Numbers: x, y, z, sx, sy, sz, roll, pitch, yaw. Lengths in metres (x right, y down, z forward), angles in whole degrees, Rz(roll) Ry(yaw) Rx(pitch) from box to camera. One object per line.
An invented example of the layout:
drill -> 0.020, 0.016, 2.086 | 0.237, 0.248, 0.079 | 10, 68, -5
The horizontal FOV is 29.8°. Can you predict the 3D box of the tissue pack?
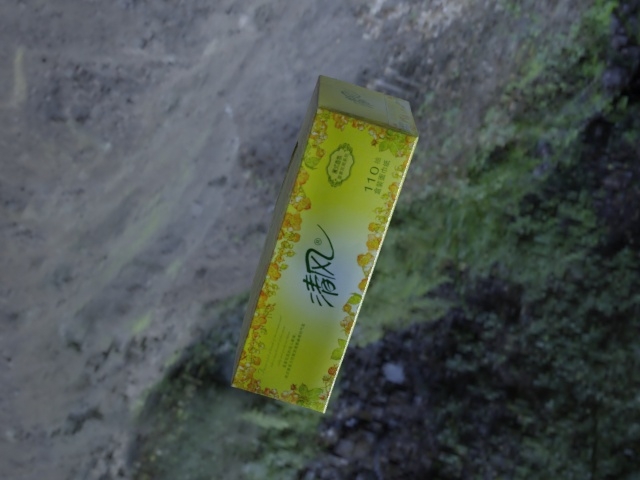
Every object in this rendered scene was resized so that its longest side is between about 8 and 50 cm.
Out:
tissue pack -> 0.000, 0.000, 0.710 | 0.062, 0.095, 0.176 | 17, 108, -5
